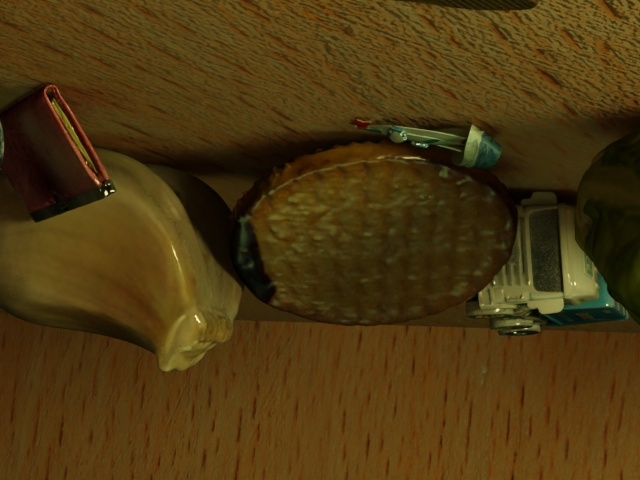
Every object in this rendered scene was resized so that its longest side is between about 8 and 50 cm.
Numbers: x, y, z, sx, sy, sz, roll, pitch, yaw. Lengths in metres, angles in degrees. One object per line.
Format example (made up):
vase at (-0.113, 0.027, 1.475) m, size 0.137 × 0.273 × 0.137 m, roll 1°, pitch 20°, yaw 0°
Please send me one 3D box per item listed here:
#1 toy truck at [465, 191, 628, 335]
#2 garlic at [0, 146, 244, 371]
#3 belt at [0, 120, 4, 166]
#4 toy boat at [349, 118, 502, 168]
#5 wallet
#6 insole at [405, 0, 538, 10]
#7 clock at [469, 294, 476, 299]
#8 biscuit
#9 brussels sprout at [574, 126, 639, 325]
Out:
toy truck at (0.282, 0.035, 1.955) m, size 0.175 × 0.146 × 0.367 m, roll -6°, pitch 172°, yaw 17°
garlic at (-0.251, 0.010, 1.792) m, size 0.340 × 0.245 × 0.231 m, roll 2°, pitch -171°, yaw 19°
belt at (-0.377, -0.079, 1.497) m, size 0.190 × 0.141 × 0.082 m, roll -7°, pitch 168°, yaw 42°
toy boat at (0.111, -0.103, 1.517) m, size 0.149 × 0.034 × 0.105 m, roll 22°, pitch 168°, yaw -24°
wallet at (-0.275, -0.083, 1.567) m, size 0.025 × 0.119 × 0.232 m, roll -32°, pitch -171°, yaw -25°
insole at (0.086, -0.172, 1.112) m, size 0.135 × 0.002 × 0.045 m, roll 5°, pitch 171°, yaw -4°
clock at (0.218, 0.041, 2.249) m, size 0.193 × 0.073 × 0.144 m, roll 6°, pitch 171°, yaw -13°
biscuit at (0.056, -0.005, 1.702) m, size 0.318 × 0.040 × 0.318 m, roll -2°, pitch 145°, yaw -2°
brussels sprout at (0.338, -0.013, 1.384) m, size 0.210 × 0.219 × 0.271 m, roll 34°, pitch 173°, yaw -40°
